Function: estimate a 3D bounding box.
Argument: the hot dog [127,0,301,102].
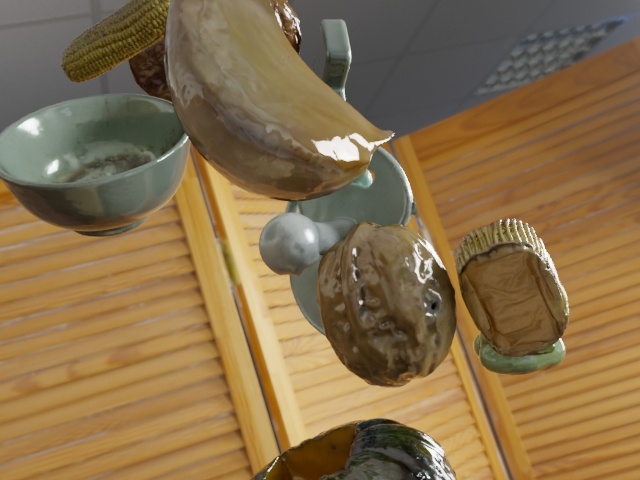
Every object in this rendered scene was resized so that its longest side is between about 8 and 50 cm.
[{"bbox_3d":[-0.233,-0.438,1.574,0.387,0.267,0.174,-12,25,9],"label":"hot dog"}]

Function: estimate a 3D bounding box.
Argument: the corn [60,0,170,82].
[{"bbox_3d":[-0.319,-0.332,1.146,0.231,0.080,0.080,-28,-14,7],"label":"corn"}]

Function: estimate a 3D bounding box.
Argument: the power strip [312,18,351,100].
[{"bbox_3d":[0.021,-0.335,1.586,0.059,0.194,0.265,-1,-30,-10],"label":"power strip"}]

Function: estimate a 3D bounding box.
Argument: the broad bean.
[{"bbox_3d":[0.368,0.199,1.317,0.169,0.100,0.228,2,-9,11],"label":"broad bean"}]

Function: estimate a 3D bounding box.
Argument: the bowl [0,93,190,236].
[{"bbox_3d":[-0.330,-0.099,1.079,0.289,0.289,0.146,-15,-52,-16],"label":"bowl"}]

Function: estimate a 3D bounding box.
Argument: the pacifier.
[{"bbox_3d":[0.000,0.000,1.167,0.288,0.343,0.269,8,5,41],"label":"pacifier"}]

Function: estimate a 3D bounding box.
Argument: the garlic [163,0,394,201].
[{"bbox_3d":[-0.084,-0.185,0.795,0.196,0.338,0.151,-33,-6,-20],"label":"garlic"}]

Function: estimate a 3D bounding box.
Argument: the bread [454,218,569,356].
[{"bbox_3d":[0.266,0.063,0.998,0.132,0.190,0.114,-21,22,14],"label":"bread"}]

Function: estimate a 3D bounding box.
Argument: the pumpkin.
[{"bbox_3d":[0.027,0.345,0.862,0.320,0.192,0.320,-26,2,1],"label":"pumpkin"}]

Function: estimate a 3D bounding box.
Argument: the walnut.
[{"bbox_3d":[0.094,0.090,1.010,0.198,0.245,0.198,-18,2,1],"label":"walnut"}]
